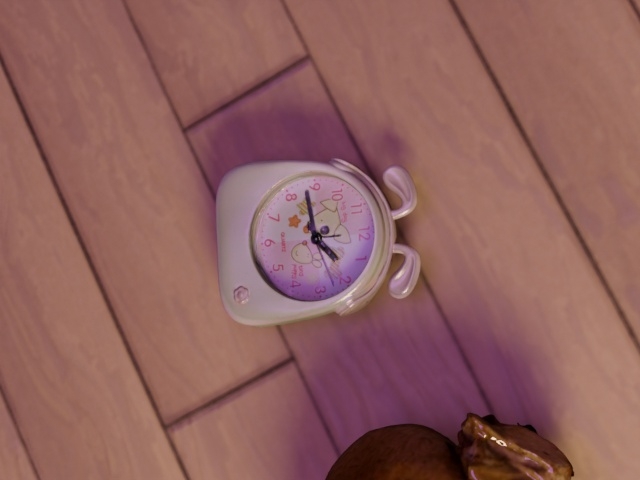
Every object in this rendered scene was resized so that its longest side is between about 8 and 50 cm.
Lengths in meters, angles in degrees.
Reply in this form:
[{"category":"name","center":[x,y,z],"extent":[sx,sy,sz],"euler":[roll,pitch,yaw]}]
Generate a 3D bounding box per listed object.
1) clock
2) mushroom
[{"category":"clock","center":[0.000,0.000,1.542],"extent":[0.191,0.062,0.151],"euler":[-5,81,17]},{"category":"mushroom","center":[0.100,0.275,1.404],"extent":[0.263,0.195,0.283],"euler":[29,91,39]}]
